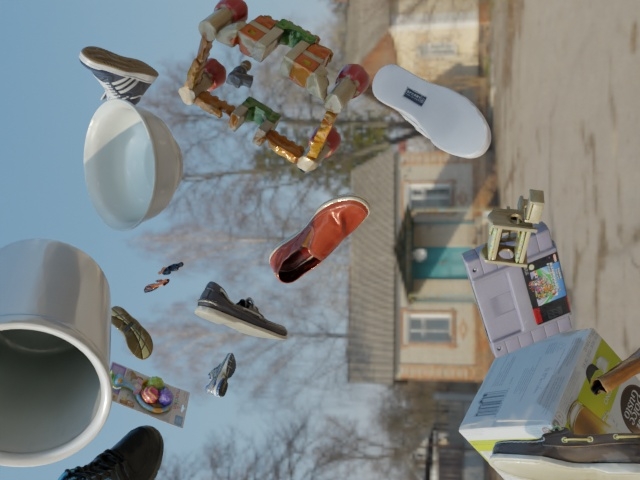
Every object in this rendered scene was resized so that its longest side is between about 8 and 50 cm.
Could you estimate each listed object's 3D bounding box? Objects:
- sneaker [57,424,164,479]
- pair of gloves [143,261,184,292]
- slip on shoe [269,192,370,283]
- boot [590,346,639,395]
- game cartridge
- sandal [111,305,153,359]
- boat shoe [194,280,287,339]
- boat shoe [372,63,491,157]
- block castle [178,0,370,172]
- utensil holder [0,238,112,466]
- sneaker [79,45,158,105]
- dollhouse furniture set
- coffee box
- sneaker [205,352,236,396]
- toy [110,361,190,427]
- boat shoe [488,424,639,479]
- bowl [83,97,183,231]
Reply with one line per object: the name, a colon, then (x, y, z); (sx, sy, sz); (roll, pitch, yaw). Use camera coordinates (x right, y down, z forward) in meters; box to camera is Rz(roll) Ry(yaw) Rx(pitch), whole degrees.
sneaker: (-0.469, 0.518, 1.716); (0.341, 0.125, 0.139); (-49, -41, -31)
pair of gloves: (-0.298, 0.070, 1.541); (0.010, 0.074, 0.083); (56, -134, -19)
slip on shoe: (0.000, 0.000, 2.065); (0.123, 0.331, 0.101); (35, -151, -34)
boot: (0.764, 0.288, 1.896); (0.096, 0.280, 0.264); (55, -177, 14)
game cartridge: (0.512, 0.133, 2.072); (0.068, 0.230, 0.355); (-101, -11, -54)
sandal: (-0.548, 0.265, 2.354); (0.180, 0.072, 0.049); (49, 173, 6)
boat shoe: (-0.130, 0.129, 1.443); (0.206, 0.075, 0.065); (27, -112, -40)
boat shoe: (0.200, -0.218, 1.372); (0.084, 0.258, 0.095); (17, -65, -53)
block castle: (-0.121, -0.422, 2.142); (0.213, 0.453, 0.303); (-56, -5, -47)
utensil holder: (-0.589, 0.212, 1.655); (0.385, 0.328, 0.327); (-117, 20, -63)
sneaker: (-0.565, -0.422, 2.178); (0.153, 0.099, 0.282); (-51, -19, 17)
dollhouse furniture set: (0.405, -0.066, 1.731); (0.161, 0.101, 0.182); (-78, -7, -47)
coffee box: (0.657, 0.489, 2.215); (0.334, 0.338, 0.337); (47, -124, -14)
sneaker: (-0.266, 0.348, 2.127); (0.135, 0.058, 0.052); (-68, -29, -44)
toy: (-0.466, 0.408, 2.204); (0.056, 0.237, 0.137); (-58, 17, 32)
boat shoe: (0.506, 0.429, 1.632); (0.116, 0.324, 0.096); (62, -147, -51)
bowl: (-0.406, -0.173, 1.838); (0.134, 0.298, 0.298); (-8, -81, -44)
